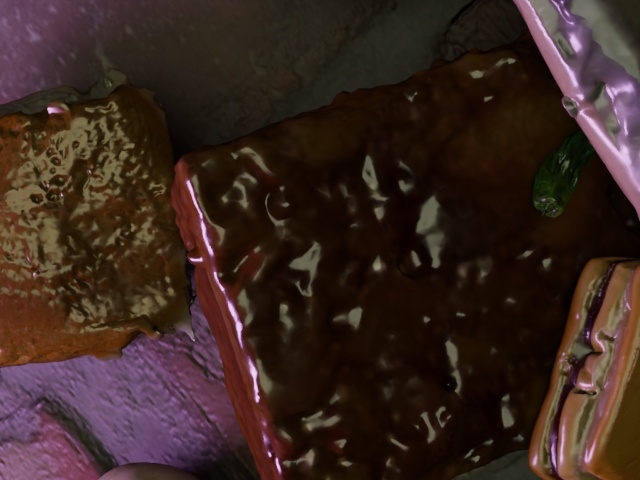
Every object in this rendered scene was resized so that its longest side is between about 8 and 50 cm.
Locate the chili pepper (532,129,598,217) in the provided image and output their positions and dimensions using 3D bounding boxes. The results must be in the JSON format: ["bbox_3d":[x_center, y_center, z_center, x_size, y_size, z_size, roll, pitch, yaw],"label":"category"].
[{"bbox_3d":[0.199,-0.057,0.901,0.034,0.030,0.091,25,71,41],"label":"chili pepper"}]

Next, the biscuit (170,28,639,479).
[{"bbox_3d":[0.086,0.028,0.959,0.395,0.166,0.342,-19,95,-19],"label":"biscuit"}]

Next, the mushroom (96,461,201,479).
[{"bbox_3d":[-0.187,0.334,1.051,0.202,0.246,0.246,5,98,-32],"label":"mushroom"}]

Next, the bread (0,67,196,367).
[{"bbox_3d":[-0.261,-0.017,1.026,0.279,0.225,0.250,-10,100,-4],"label":"bread"}]

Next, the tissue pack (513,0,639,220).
[{"bbox_3d":[0.341,-0.162,0.894,0.375,0.195,0.390,-25,88,-36],"label":"tissue pack"}]

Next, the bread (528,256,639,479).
[{"bbox_3d":[0.249,0.113,0.902,0.116,0.077,0.200,16,92,-32],"label":"bread"}]
